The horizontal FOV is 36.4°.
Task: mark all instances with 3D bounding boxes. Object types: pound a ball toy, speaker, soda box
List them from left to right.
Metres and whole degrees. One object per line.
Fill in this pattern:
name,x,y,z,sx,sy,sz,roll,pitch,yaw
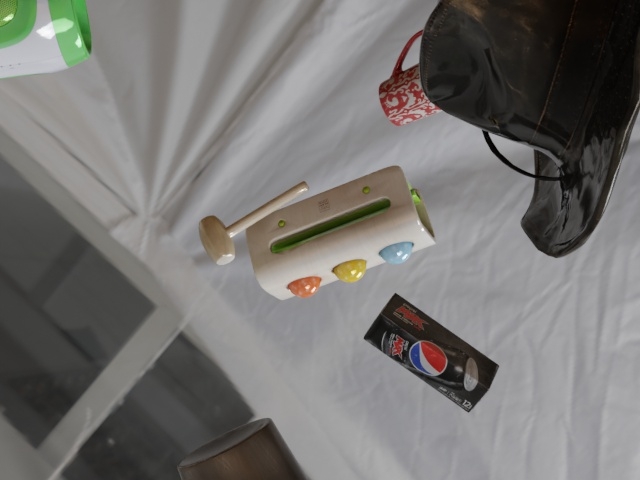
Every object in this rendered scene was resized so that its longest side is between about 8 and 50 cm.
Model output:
speaker,-0.398,-0.222,1.016,0.131,0.296,0.131,170,90,-86
pound a ball toy,0.000,0.000,1.506,0.208,0.319,0.136,39,-148,-65
soda box,0.144,0.145,1.261,0.169,0.053,0.060,34,-143,5

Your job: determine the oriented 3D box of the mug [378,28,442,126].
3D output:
mug,0.199,-0.300,1.806,0.113,0.169,0.150,17,-122,-51

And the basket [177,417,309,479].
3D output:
basket,-0.069,0.345,1.176,0.154,0.204,0.227,-26,-90,-44

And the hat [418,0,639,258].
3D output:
hat,0.138,-0.153,0.649,0.134,0.331,0.331,17,-176,3
